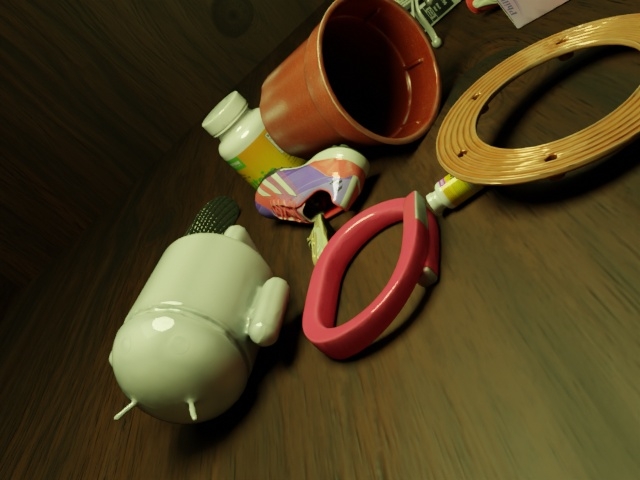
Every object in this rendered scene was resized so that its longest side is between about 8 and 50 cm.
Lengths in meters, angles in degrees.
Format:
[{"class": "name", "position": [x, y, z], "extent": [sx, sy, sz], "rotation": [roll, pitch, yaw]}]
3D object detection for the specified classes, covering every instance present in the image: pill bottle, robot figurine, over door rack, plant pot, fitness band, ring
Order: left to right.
[{"class": "robot figurine", "position": [-0.184, 0.128, 1.033], "extent": [0.300, 0.199, 0.353], "rotation": [-16, 33, 27]}, {"class": "pill bottle", "position": [-0.125, -0.189, 1.420], "extent": [0.136, 0.246, 0.136], "rotation": [-38, 23, 19]}, {"class": "plant pot", "position": [0.036, -0.276, 1.264], "extent": [0.265, 0.272, 0.272], "rotation": [-15, 37, 55]}, {"class": "fitness band", "position": [0.069, 0.040, 0.944], "extent": [0.209, 0.054, 0.290], "rotation": [-36, 23, 29]}, {"class": "over door rack", "position": [0.141, -0.377, 1.494], "extent": [0.240, 0.108, 0.324], "rotation": [-25, 44, 42]}, {"class": "pill bottle", "position": [0.187, -0.073, 0.932], "extent": [0.083, 0.043, 0.043], "rotation": [-36, 24, 22]}, {"class": "ring", "position": [0.305, -0.178, 0.866], "extent": [0.337, 0.032, 0.336], "rotation": [-26, 30, 17]}]

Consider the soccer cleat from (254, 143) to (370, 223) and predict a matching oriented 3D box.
[{"class": "soccer cleat", "position": [-0.037, -0.078, 1.275], "extent": [0.318, 0.109, 0.116], "rotation": [-18, 47, 50]}]

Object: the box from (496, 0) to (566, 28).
[{"class": "box", "position": [0.367, -0.550, 1.220], "extent": [0.117, 0.213, 0.243], "rotation": [-21, 32, 47]}]

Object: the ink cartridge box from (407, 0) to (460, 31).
[{"class": "ink cartridge box", "position": [0.289, -0.598, 1.648], "extent": [0.333, 0.065, 0.165], "rotation": [-40, 21, 17]}]

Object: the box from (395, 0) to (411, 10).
[{"class": "box", "position": [0.190, -0.654, 1.721], "extent": [0.395, 0.097, 0.318], "rotation": [-29, 24, 39]}]

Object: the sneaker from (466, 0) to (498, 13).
[{"class": "sneaker", "position": [0.378, -0.577, 1.409], "extent": [0.279, 0.107, 0.118], "rotation": [-54, 14, -26]}]

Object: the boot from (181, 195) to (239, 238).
[{"class": "boot", "position": [-0.311, -0.003, 1.663], "extent": [0.246, 0.083, 0.161], "rotation": [-54, 17, -23]}]

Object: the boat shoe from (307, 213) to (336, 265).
[{"class": "boat shoe", "position": [0.000, 0.000, 1.130], "extent": [0.045, 0.050, 0.135], "rotation": [-34, 24, 13]}]
